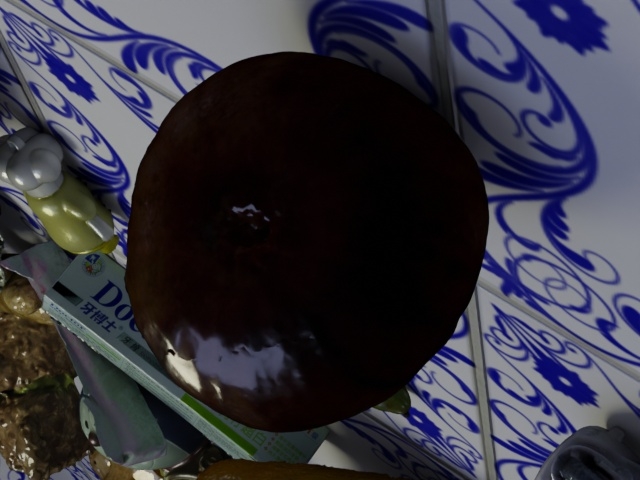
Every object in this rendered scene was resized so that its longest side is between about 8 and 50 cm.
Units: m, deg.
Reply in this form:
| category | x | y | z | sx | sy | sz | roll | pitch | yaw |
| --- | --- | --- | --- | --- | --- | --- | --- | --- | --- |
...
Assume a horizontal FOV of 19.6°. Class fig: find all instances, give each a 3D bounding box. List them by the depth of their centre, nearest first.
| category | x | y | z | sx | sy | sz | roll | pitch | yaw |
| --- | --- | --- | --- | --- | --- | --- | --- | --- | --- |
| fig | -0.006 | 0.002 | 1.149 | 0.235 | 0.235 | 0.214 | 26 | 164 | 34 |

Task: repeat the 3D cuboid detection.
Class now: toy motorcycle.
| category | x | y | z | sx | sy | sz | roll | pitch | yaw |
| --- | --- | --- | --- | --- | --- | --- | --- | --- | --- |
| toy motorcycle | 0.247 | 0.222 | 1.414 | 0.260 | 0.110 | 0.171 | 41 | 180 | -32 |

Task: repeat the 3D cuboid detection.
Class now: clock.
| category | x | y | z | sx | sy | sz | roll | pitch | yaw |
| --- | --- | --- | --- | --- | --- | --- | --- | --- | --- |
| clock | -0.176 | 0.222 | 2.167 | 0.199 | 0.146 | 0.243 | -8 | 136 | 45 |

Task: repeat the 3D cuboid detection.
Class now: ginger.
| category | x | y | z | sx | sy | sz | roll | pitch | yaw |
| --- | --- | --- | --- | --- | --- | --- | --- | --- | --- |
| ginger | -0.340 | 0.058 | 2.202 | 0.205 | 0.115 | 0.081 | 19 | 119 | 61 |

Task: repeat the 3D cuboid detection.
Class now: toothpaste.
| category | x | y | z | sx | sy | sz | roll | pitch | yaw |
| --- | --- | --- | --- | --- | --- | --- | --- | --- | --- |
| toothpaste | -0.148 | 0.140 | 2.009 | 0.336 | 0.081 | 0.067 | 38 | 162 | 1 |

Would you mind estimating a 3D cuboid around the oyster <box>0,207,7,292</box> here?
| category | x | y | z | sx | sy | sz | roll | pitch | yaw |
| --- | --- | --- | --- | --- | --- | --- | --- | --- | --- |
| oyster | -0.419 | 0.044 | 2.160 | 0.087 | 0.199 | 0.252 | 14 | 172 | -16 |

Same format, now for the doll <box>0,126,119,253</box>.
| category | x | y | z | sx | sy | sz | roll | pitch | yaw |
| --- | --- | --- | --- | --- | --- | --- | --- | --- | --- |
| doll | -0.256 | -0.046 | 1.791 | 0.106 | 0.062 | 0.162 | 17 | 153 | 41 |

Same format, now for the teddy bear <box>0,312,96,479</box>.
| category | x | y | z | sx | sy | sz | roll | pitch | yaw |
| --- | --- | --- | --- | --- | --- | --- | --- | --- | --- |
| teddy bear | -0.414 | 0.161 | 2.363 | 0.296 | 0.222 | 0.246 | 18 | -176 | 21 |

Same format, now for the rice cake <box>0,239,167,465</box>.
| category | x | y | z | sx | sy | sz | roll | pitch | yaw |
| --- | --- | --- | --- | --- | --- | --- | --- | --- | --- |
| rice cake | -0.264 | 0.125 | 2.055 | 0.290 | 0.081 | 0.051 | 58 | 146 | 17 |

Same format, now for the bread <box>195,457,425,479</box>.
| category | x | y | z | sx | sy | sz | roll | pitch | yaw |
| --- | --- | --- | --- | --- | --- | --- | --- | --- | --- |
| bread | 0.028 | 0.324 | 1.920 | 0.337 | 0.148 | 0.328 | 4 | 148 | 17 |

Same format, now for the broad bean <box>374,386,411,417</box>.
| category | x | y | z | sx | sy | sz | roll | pitch | yaw |
| --- | --- | --- | --- | --- | --- | --- | --- | --- | --- |
| broad bean | 0.014 | 0.141 | 1.745 | 0.070 | 0.048 | 0.213 | 46 | 158 | -20 |

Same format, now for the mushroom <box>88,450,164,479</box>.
| category | x | y | z | sx | sy | sz | roll | pitch | yaw |
| --- | --- | --- | --- | --- | --- | --- | --- | --- | --- |
| mushroom | -0.214 | 0.332 | 2.464 | 0.267 | 0.254 | 0.267 | 10 | 164 | 3 |
